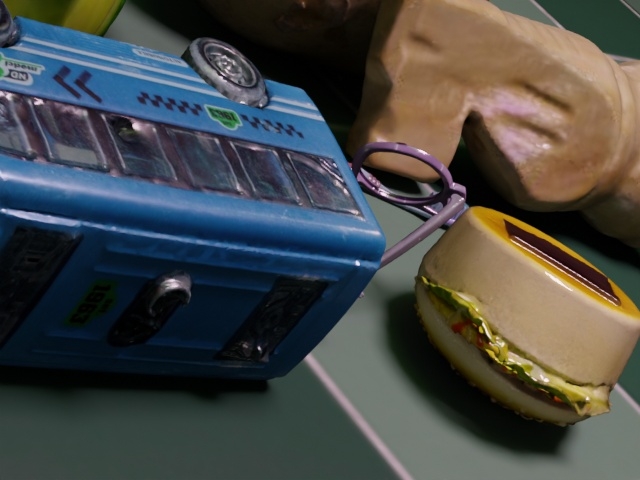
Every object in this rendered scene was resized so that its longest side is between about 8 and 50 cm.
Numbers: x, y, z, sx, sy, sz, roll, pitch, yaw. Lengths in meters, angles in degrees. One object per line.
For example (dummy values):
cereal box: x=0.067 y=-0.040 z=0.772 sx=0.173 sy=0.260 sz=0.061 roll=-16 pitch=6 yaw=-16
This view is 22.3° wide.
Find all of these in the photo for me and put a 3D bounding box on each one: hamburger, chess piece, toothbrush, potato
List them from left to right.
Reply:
toothbrush: x=0.007 y=-0.048 z=0.981 sx=0.193 sy=0.019 sz=0.013 roll=22 pitch=27 yaw=-21
potato: x=0.014 y=-0.185 z=1.083 sx=0.262 sy=0.165 sz=0.165 roll=9 pitch=34 yaw=-52
hamburger: x=0.108 y=0.043 z=0.864 sx=0.126 sy=0.081 sz=0.141 roll=28 pitch=13 yaw=-19
chess piece: x=0.144 y=-0.085 z=1.079 sx=0.300 sy=0.137 sz=0.137 roll=16 pitch=30 yaw=-37

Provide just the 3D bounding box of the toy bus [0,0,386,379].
toy bus: x=-0.097 y=-0.015 z=0.676 sx=0.246 sy=0.113 sz=0.134 roll=9 pitch=40 yaw=-46

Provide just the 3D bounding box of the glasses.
glasses: x=0.000 y=0.000 z=0.847 sx=0.139 sy=0.062 sz=0.104 roll=9 pitch=60 yaw=9

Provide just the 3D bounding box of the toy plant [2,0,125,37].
toy plant: x=-0.168 y=-0.182 z=0.843 sx=0.224 sy=0.185 sz=0.316 roll=12 pitch=16 yaw=-4
